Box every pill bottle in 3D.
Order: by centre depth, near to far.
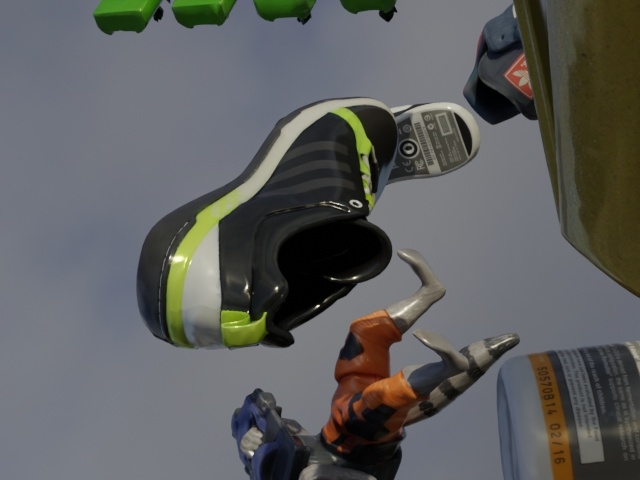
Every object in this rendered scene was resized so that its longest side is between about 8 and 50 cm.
[{"bbox_3d":[0.276,0.149,1.451,0.278,0.162,0.162,-6,-30,0],"label":"pill bottle"}]

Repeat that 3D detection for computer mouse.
[{"bbox_3d":[0.052,-0.079,1.755,0.193,0.106,0.042,-13,21,16],"label":"computer mouse"}]

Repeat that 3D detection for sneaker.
[{"bbox_3d":[0.000,0.000,1.014,0.234,0.097,0.084,-44,-43,-48],"label":"sneaker"},{"bbox_3d":[0.233,-0.196,1.850,0.148,0.131,0.350,-47,-2,-20],"label":"sneaker"}]

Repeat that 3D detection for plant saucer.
[{"bbox_3d":[0.168,-0.165,1.238,0.081,0.333,0.333,-8,-40,2],"label":"plant saucer"}]

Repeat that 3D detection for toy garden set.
[{"bbox_3d":[-0.025,-0.221,1.528,0.204,0.244,0.049,-65,-35,-46],"label":"toy garden set"}]

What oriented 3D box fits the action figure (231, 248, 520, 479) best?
[{"bbox_3d":[0.049,0.214,1.858,0.178,0.341,0.330,19,-68,-26],"label":"action figure"}]
